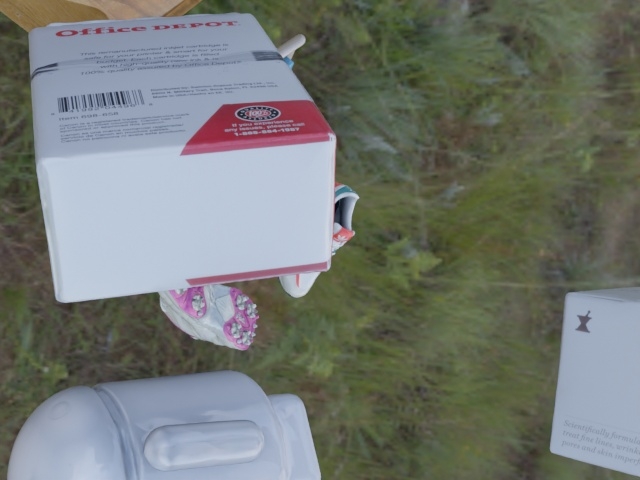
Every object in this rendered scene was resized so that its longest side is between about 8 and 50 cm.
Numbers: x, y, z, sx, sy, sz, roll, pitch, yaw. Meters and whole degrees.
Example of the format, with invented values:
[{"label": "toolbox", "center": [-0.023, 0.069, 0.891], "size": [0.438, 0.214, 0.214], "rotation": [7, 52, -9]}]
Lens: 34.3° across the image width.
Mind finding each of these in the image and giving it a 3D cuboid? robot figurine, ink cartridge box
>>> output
[{"label": "robot figurine", "center": [-0.176, 0.246, 1.106], "size": [0.353, 0.300, 0.200], "rotation": [-2, 65, -33]}, {"label": "ink cartridge box", "center": [-0.118, -0.079, 0.803], "size": [0.196, 0.273, 0.114], "rotation": [-6, 121, -13]}]

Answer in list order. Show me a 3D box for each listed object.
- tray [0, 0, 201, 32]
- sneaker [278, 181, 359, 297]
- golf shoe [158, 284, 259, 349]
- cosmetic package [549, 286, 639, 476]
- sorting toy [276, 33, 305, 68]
[{"label": "tray", "center": [-0.257, -0.313, 0.886], "size": [0.411, 0.202, 0.076], "rotation": [37, 23, -54]}, {"label": "sneaker", "center": [0.000, 0.000, 1.322], "size": [0.057, 0.075, 0.161], "rotation": [24, 85, -41]}, {"label": "golf shoe", "center": [-0.228, 0.091, 1.727], "size": [0.306, 0.140, 0.115], "rotation": [53, 44, -43]}, {"label": "cosmetic package", "center": [0.324, 0.128, 0.957], "size": [0.183, 0.151, 0.152], "rotation": [0, 96, -51]}, {"label": "sorting toy", "center": [-0.112, -0.194, 1.511], "size": [0.038, 0.208, 0.193], "rotation": [45, 54, 5]}]
